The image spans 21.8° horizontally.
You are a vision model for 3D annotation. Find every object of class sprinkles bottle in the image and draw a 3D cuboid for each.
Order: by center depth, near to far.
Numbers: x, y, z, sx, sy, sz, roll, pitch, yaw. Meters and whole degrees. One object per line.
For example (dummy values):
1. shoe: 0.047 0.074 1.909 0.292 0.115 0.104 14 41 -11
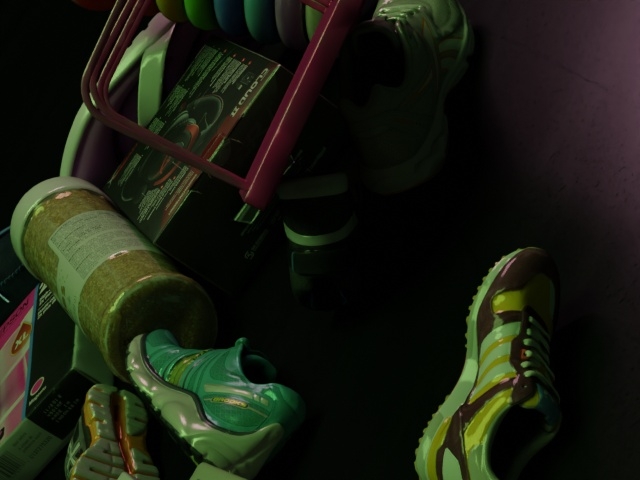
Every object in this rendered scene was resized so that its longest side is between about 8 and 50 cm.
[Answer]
1. sprinkles bottle: -0.222 0.035 1.729 0.121 0.121 0.355 -55 31 0

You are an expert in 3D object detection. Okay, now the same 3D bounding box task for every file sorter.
1. file sorter: -0.089 -0.159 1.432 0.202 0.182 0.291 -64 4 1

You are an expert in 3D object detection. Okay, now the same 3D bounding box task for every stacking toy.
1. stacking toy: -0.124 -0.283 1.777 0.141 0.330 0.141 9 -90 -76

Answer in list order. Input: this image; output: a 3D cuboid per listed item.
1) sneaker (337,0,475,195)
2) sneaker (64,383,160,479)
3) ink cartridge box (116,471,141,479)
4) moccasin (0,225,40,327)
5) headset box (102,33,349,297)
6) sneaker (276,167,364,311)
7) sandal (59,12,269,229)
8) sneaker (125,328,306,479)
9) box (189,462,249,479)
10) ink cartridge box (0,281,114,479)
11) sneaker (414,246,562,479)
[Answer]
1. sneaker: 0.071 -0.171 1.473 0.099 0.121 0.262 -12 44 20
2. sneaker: -0.202 0.226 1.556 0.083 0.084 0.215 -60 16 24
3. ink cartridge box: -0.142 0.285 1.339 0.139 0.082 0.191 -57 24 -6
4. moccasin: -0.457 0.061 2.214 0.342 0.117 0.137 -40 27 31
5. headset box: -0.097 -0.082 1.718 0.218 0.110 0.293 -55 23 0
6. sneaker: 0.000 0.000 1.462 0.217 0.079 0.121 -31 -64 -83
7. sandal: -0.157 -0.162 1.884 0.416 0.169 0.102 -57 42 10
8. sneaker: -0.090 0.137 1.459 0.110 0.107 0.275 -38 26 -10
9. box: -0.011 0.252 1.074 0.148 0.121 0.311 -59 23 -11
10. ink cartridge box: -0.310 0.117 1.929 0.176 0.069 0.371 -47 22 19
11. sneaker: 0.134 0.091 1.101 0.084 0.069 0.185 0 64 53
